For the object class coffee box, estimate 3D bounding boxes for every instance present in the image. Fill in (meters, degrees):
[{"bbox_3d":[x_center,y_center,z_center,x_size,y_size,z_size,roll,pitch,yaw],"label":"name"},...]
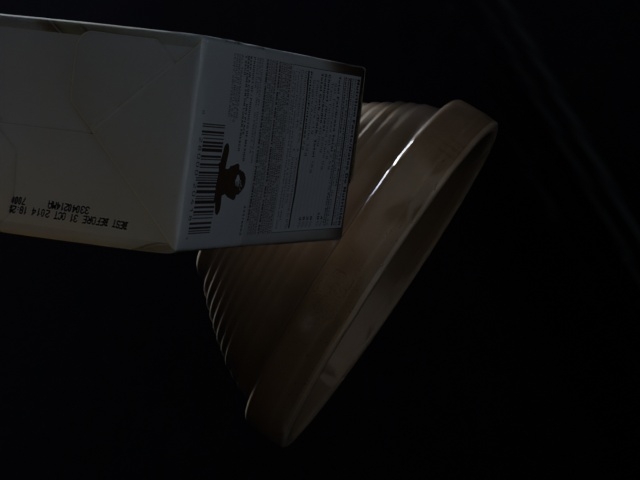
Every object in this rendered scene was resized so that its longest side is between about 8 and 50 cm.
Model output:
[{"bbox_3d":[-0.083,-0.052,0.974,0.246,0.141,0.098,-5,-77,-73],"label":"coffee box"}]

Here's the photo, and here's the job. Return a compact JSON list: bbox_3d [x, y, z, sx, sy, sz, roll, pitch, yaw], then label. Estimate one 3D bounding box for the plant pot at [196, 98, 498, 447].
[{"bbox_3d":[0.000,0.000,1.218,0.109,0.237,0.237,33,-129,7],"label":"plant pot"}]
